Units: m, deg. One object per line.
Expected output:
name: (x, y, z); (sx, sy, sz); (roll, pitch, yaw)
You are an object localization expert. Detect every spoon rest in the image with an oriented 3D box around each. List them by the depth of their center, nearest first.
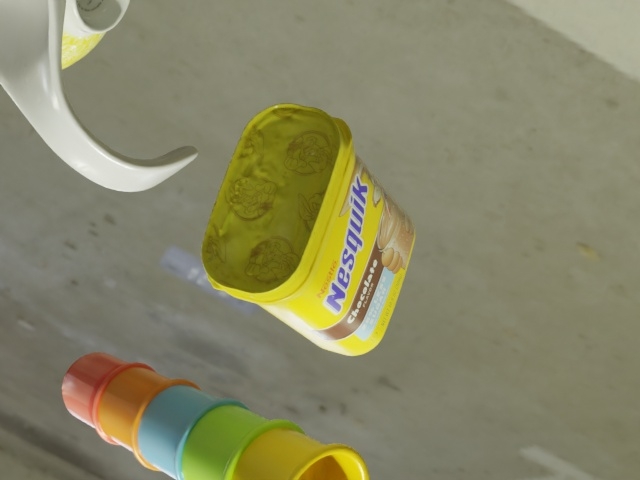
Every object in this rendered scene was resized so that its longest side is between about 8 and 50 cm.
spoon rest: (-0.207, -0.150, 0.887); (0.137, 0.084, 0.276); (-30, 99, 42)

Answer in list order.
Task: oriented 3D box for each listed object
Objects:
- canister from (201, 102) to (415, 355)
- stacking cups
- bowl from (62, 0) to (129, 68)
canister: (0.000, 0.000, 0.798); (0.073, 0.126, 0.170); (13, 166, 26)
stacking cups: (-0.098, 0.163, 0.975); (0.316, 0.096, 0.096); (17, 158, 47)
bowl: (-0.334, -0.335, 1.507); (0.156, 0.290, 0.289); (18, 157, 26)
